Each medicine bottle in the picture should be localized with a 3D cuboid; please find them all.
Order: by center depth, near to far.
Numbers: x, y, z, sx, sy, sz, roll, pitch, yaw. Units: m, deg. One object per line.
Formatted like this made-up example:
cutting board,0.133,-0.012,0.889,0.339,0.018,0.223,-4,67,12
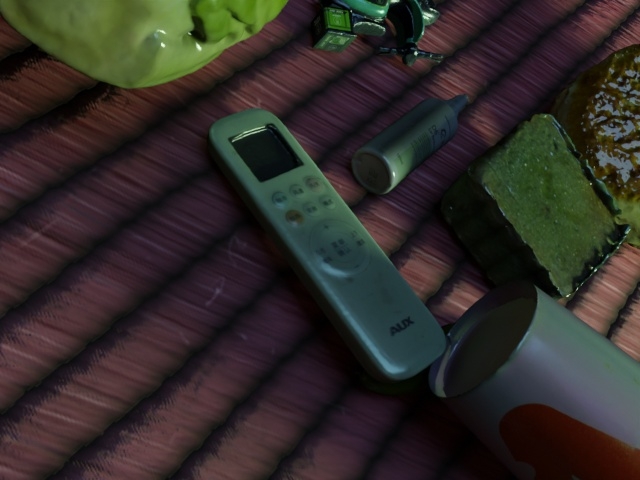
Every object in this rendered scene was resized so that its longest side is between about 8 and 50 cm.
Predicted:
medicine bottle,0.113,-0.121,0.928,0.058,0.057,0.199,51,52,0

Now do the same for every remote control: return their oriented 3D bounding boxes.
remote control,0.001,-0.001,0.786,0.090,0.038,0.309,-26,73,-34

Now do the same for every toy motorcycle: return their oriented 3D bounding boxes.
toy motorcycle,0.070,-0.260,0.970,0.173,0.058,0.100,2,74,-29

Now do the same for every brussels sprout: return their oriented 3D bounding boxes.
brussels sprout,-0.162,-0.277,0.710,0.328,0.247,0.328,24,36,-19

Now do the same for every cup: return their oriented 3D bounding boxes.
cup,0.248,0.178,0.767,0.288,0.203,0.203,42,53,-12

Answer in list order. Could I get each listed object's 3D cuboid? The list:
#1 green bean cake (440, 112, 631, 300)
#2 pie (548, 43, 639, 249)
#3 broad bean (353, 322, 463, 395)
green bean cake,0.238,-0.030,0.935,0.173,0.094,0.181,-38,90,-37
pie,0.450,-0.124,1.051,0.315,0.092,0.315,2,74,-6
broad bean,0.138,0.116,0.835,0.254,0.046,0.065,-1,81,-32
